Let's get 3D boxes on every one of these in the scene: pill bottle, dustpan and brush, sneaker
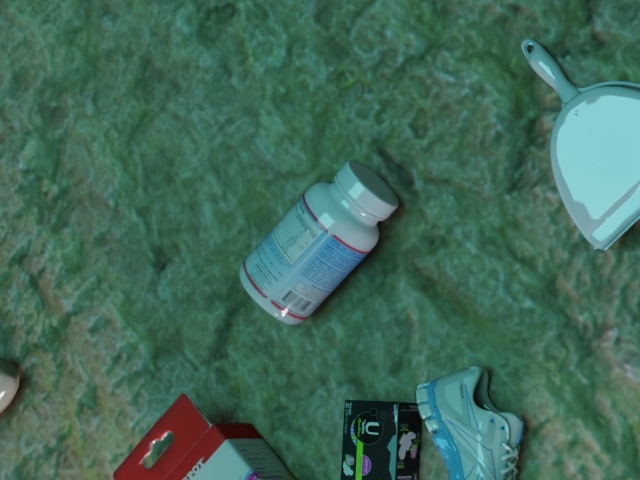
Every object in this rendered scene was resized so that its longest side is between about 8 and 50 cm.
[{"bbox_3d":[0.000,0.000,1.799,0.160,0.087,0.087,-47,65,18],"label":"pill bottle"},{"bbox_3d":[0.247,-0.112,1.691,0.147,0.060,0.211,-45,73,18],"label":"dustpan and brush"},{"bbox_3d":[0.158,0.201,1.701,0.083,0.071,0.190,-30,72,19],"label":"sneaker"}]

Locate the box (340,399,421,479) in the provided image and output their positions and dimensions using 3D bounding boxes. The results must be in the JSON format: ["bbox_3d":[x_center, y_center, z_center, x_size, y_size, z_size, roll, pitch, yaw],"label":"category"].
[{"bbox_3d":[0.059,0.196,1.767,0.062,0.052,0.083,0,84,31],"label":"box"}]

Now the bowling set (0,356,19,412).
[{"bbox_3d":[-0.489,0.111,2.017,0.154,0.200,0.287,-49,61,19],"label":"bowling set"}]

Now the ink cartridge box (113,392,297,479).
[{"bbox_3d":[-0.088,0.275,1.830,0.134,0.078,0.231,-49,65,17],"label":"ink cartridge box"}]
